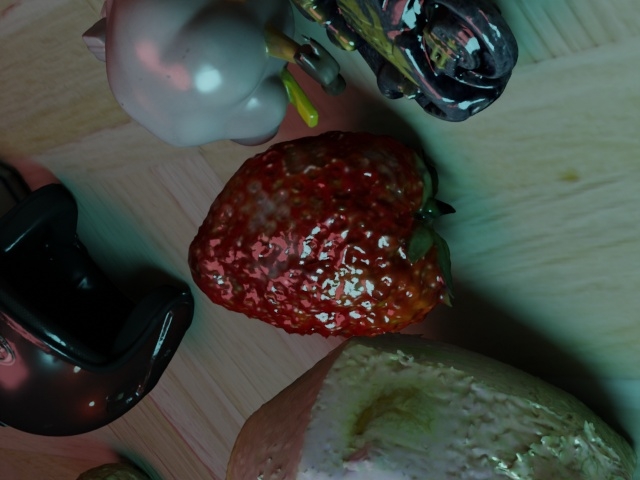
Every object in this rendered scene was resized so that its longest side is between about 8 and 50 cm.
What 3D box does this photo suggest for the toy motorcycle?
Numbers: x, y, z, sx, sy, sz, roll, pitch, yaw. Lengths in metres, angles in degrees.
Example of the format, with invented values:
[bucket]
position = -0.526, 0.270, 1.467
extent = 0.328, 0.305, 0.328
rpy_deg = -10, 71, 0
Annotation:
[toy motorcycle]
position = 0.037, -0.115, 0.855
extent = 0.193, 0.061, 0.124
rpy_deg = 36, 164, 37

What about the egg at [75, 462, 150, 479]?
[egg]
position = -0.237, 0.310, 1.879
extent = 0.140, 0.118, 0.116
rpy_deg = 108, 142, -55

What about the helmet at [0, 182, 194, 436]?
[helmet]
position = -0.224, 0.071, 1.431
extent = 0.189, 0.193, 0.216
rpy_deg = 40, -163, 17

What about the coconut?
[coconut]
position = 0.061, 0.168, 1.036
extent = 0.245, 0.233, 0.233
rpy_deg = 20, 150, 9

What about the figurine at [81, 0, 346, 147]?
[figurine]
position = -0.080, -0.114, 0.969
extent = 0.229, 0.112, 0.137
rpy_deg = 24, 142, 63

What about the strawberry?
[strawberry]
position = 0.003, 0.000, 0.978
extent = 0.131, 0.148, 0.131
rpy_deg = 167, 90, -73

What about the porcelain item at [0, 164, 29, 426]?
[porcelain item]
position = -0.369, 0.033, 1.621
extent = 0.286, 0.157, 0.281
rpy_deg = 14, 141, 51
